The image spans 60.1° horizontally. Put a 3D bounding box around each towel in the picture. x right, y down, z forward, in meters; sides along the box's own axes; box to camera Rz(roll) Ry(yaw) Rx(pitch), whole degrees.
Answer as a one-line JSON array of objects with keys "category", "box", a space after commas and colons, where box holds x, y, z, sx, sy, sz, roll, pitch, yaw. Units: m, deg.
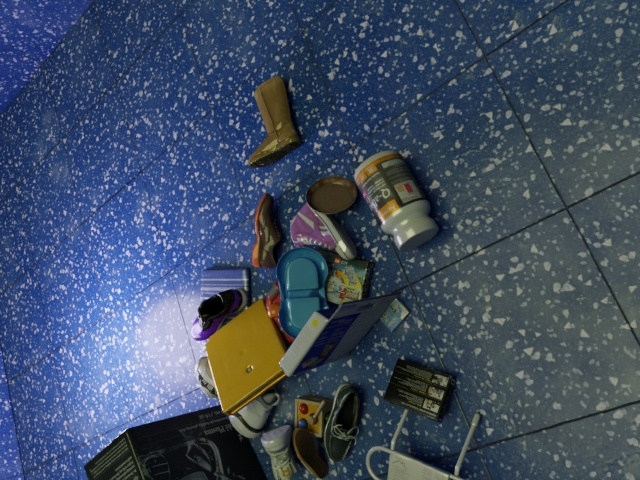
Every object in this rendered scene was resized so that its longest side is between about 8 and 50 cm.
[{"category": "towel", "box": [-0.363, 0.269, 2.131, 0.244, 0.040, 0.335, -3, 87, 33]}]

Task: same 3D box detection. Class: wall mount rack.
[{"category": "wall mount rack", "box": [0.311, 0.620, 1.577, 0.350, 0.131, 0.303, 10, 97, 35]}]

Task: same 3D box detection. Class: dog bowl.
[{"category": "dog bowl", "box": [-0.057, 0.172, 1.792, 0.166, 0.074, 0.296, -3, 85, -5]}]

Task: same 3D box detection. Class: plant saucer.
[{"category": "plant saucer", "box": [0.036, -0.143, 1.820, 0.169, 0.029, 0.168, -4, 50, 5]}]

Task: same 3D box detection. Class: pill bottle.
[{"category": "pill bottle", "box": [0.228, -0.118, 1.651, 0.162, 0.162, 0.278, -38, 67, 28]}]

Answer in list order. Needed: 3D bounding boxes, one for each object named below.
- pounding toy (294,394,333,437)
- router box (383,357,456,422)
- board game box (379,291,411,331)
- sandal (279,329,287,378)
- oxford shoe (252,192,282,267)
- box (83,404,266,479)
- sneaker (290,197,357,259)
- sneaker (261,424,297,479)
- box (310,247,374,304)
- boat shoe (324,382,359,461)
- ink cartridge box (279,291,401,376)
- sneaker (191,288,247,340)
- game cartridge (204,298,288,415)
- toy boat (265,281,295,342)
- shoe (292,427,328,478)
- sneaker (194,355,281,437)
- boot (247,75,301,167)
[{"category": "pounding toy", "box": [-0.017, 0.572, 1.820, 0.141, 0.100, 0.129, -1, 87, 36]}, {"category": "router box", "box": [0.288, 0.436, 1.618, 0.179, 0.046, 0.133, 13, 71, 36]}, {"category": "board game box", "box": [0.222, 0.222, 1.721, 0.090, 0.020, 0.090, 48, 114, 27]}, {"category": "sandal", "box": [-0.157, 0.404, 1.961, 0.072, 0.049, 0.180, -17, 78, 34]}, {"category": "oxford shoe", "box": [-0.179, -0.034, 1.992, 0.099, 0.097, 0.271, 5, 95, 16]}, {"category": "box", "box": [-0.457, 0.864, 1.883, 0.297, 0.480, 0.471, -41, 66, 26]}, {"category": "sneaker", "box": [0.000, 0.000, 1.833, 0.161, 0.102, 0.282, -46, 52, 10]}, {"category": "sneaker", "box": [-0.121, 0.704, 1.815, 0.108, 0.292, 0.169, -19, 77, -9]}, {"category": "box", "box": [0.056, 0.125, 1.829, 0.233, 0.044, 0.159, 14, 95, 35]}, {"category": "boat shoe", "box": [0.075, 0.585, 1.754, 0.079, 0.095, 0.254, -162, 87, -77]}, {"category": "ink cartridge box", "box": [0.059, 0.255, 1.644, 0.072, 0.304, 0.307, 46, 118, 29]}, {"category": "sneaker", "box": [-0.415, 0.274, 2.053, 0.293, 0.146, 0.102, -43, 67, 23]}, {"category": "game cartridge", "box": [-0.255, 0.397, 1.924, 0.285, 0.052, 0.323, -37, 43, 7]}, {"category": "toy boat", "box": [-0.119, 0.242, 1.881, 0.151, 0.151, 0.231, -50, 62, 23]}, {"category": "shoe", "box": [-0.046, 0.692, 1.802, 0.058, 0.076, 0.218, 3, 125, 46]}, {"category": "sneaker", "box": [-0.294, 0.514, 2.005, 0.366, 0.137, 0.210, 44, 110, 24]}, {"category": "boot", "box": [-0.194, -0.426, 2.020, 0.236, 0.089, 0.269, -25, 73, 21]}]
